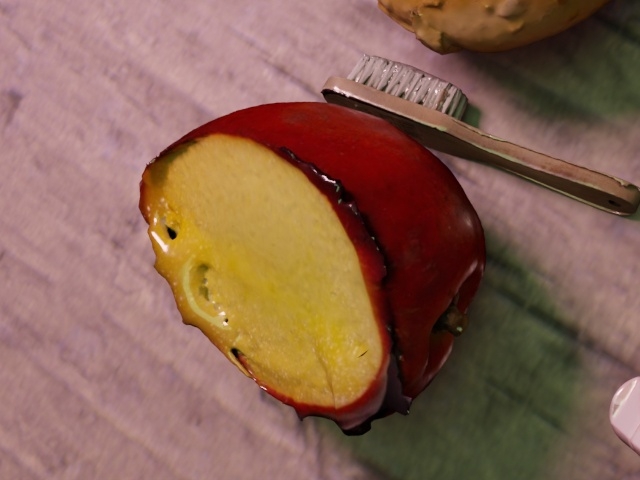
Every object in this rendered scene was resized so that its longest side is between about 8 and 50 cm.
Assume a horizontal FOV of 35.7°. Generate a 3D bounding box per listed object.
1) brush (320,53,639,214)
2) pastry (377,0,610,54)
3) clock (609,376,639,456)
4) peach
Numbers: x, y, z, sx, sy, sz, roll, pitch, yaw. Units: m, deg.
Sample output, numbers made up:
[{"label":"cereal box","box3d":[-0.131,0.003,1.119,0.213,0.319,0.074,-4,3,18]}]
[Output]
[{"label":"brush","box3d":[0.156,-0.109,0.962,0.328,0.070,0.065,24,79,20]},{"label":"pastry","box3d":[0.182,-0.309,0.918,0.284,0.184,0.315,42,97,27]},{"label":"clock","box3d":[0.433,0.111,0.735,0.326,0.184,0.342,30,97,-8]},{"label":"peach","box3d":[0.000,0.000,0.930,0.362,0.201,0.257,26,121,34]}]
